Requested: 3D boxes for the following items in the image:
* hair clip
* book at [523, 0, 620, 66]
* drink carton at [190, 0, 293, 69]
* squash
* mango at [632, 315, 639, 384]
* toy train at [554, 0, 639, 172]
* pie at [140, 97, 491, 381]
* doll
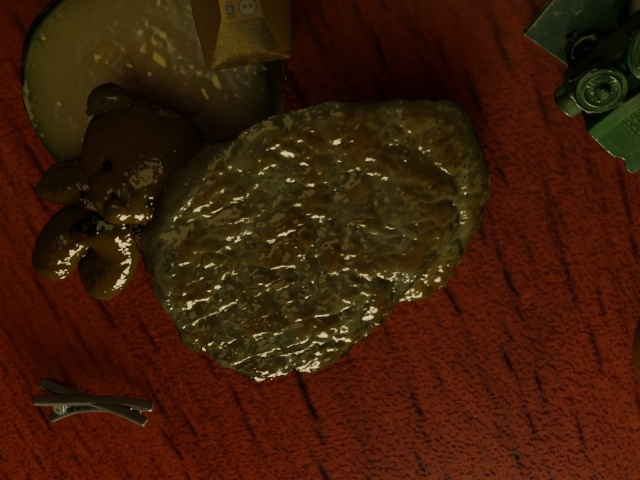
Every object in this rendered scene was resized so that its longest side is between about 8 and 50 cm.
[{"bbox_3d":[-0.221,0.165,1.119,0.115,0.030,0.039,7,140,12],"label":"hair clip"},{"bbox_3d":[0.233,-0.152,0.832,0.135,0.017,0.103,34,122,-8],"label":"book"},{"bbox_3d":[-0.066,-0.226,0.813,0.075,0.084,0.200,-8,105,0],"label":"drink carton"},{"bbox_3d":[-0.135,-0.120,0.929,0.219,0.041,0.219,6,117,11],"label":"squash"},{"bbox_3d":[0.357,0.036,0.856,0.177,0.120,0.295,36,120,0],"label":"mango"},{"bbox_3d":[0.250,-0.131,0.790,0.104,0.071,0.178,38,122,-23],"label":"toy train"},{"bbox_3d":[0.000,-0.007,0.871,0.274,0.105,0.257,-26,138,3],"label":"pie"},{"bbox_3d":[-0.162,-0.021,0.910,0.137,0.097,0.209,29,125,-7],"label":"doll"}]
